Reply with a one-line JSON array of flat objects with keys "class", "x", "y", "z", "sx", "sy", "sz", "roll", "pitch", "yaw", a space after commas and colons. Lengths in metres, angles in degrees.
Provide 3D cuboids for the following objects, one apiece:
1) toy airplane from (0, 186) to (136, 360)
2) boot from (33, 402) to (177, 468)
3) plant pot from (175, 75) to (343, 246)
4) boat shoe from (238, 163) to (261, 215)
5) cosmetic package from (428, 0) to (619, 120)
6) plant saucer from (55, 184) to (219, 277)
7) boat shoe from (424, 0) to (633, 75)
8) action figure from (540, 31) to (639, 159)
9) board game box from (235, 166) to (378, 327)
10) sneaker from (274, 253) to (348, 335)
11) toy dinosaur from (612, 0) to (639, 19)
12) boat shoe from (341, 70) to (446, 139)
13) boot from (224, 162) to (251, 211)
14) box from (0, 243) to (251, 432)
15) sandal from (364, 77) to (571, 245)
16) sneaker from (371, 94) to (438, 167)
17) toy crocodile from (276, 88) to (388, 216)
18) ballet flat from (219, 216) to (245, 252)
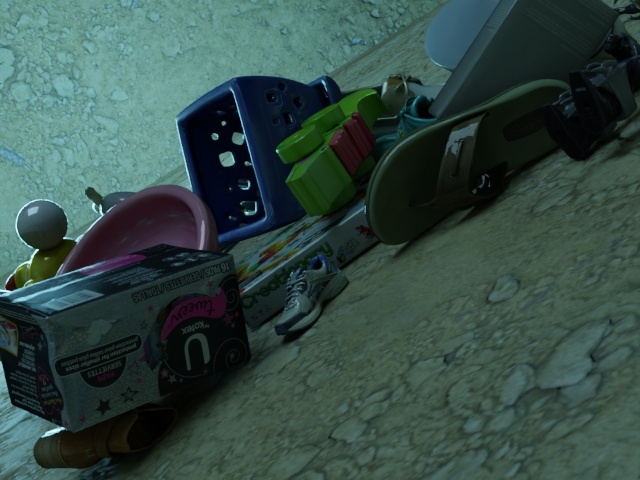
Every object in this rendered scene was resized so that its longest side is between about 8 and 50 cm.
[{"class": "toy airplane", "x": -0.411, "y": 0.046, "z": 1.794, "sx": 0.384, "sy": 0.272, "sz": 0.386, "roll": -32, "pitch": 13, "yaw": 2}, {"class": "boot", "x": -0.230, "y": 0.209, "z": 1.261, "sx": 0.152, "sy": 0.073, "sz": 0.197, "roll": -15, "pitch": 19, "yaw": 32}, {"class": "plant pot", "x": -0.072, "y": -0.132, "z": 1.680, "sx": 0.212, "sy": 0.236, "sz": 0.236, "roll": -13, "pitch": -3, "yaw": -33}, {"class": "boat shoe", "x": -0.049, "y": -0.130, "z": 1.917, "sx": 0.127, "sy": 0.113, "sz": 0.340, "roll": -40, "pitch": 15, "yaw": -32}, {"class": "cosmetic package", "x": 0.257, "y": -0.227, "z": 1.353, "sx": 0.238, "sy": 0.127, "sz": 0.107, "roll": -54, "pitch": 10, "yaw": 13}, {"class": "plant saucer", "x": -0.267, "y": 0.077, "z": 1.526, "sx": 0.332, "sy": 0.084, "sz": 0.332, "roll": -25, "pitch": 44, "yaw": 27}, {"class": "boat shoe", "x": 0.320, "y": -0.291, "z": 1.576, "sx": 0.367, "sy": 0.156, "sz": 0.136, "roll": 9, "pitch": 78, "yaw": 54}, {"class": "action figure", "x": 0.389, "y": -0.210, "z": 1.226, "sx": 0.285, "sy": 0.099, "sz": 0.185, "roll": -35, "pitch": 5, "yaw": -24}, {"class": "board game box", "x": 0.000, "y": 0.000, "z": 1.471, "sx": 0.305, "sy": 0.053, "sz": 0.193, "roll": -35, "pitch": 12, "yaw": -7}, {"class": "sneaker", "x": -0.023, "y": 0.065, "z": 1.285, "sx": 0.052, "sy": 0.058, "sz": 0.135, "roll": -21, "pitch": 18, "yaw": 42}, {"class": "toy dinosaur", "x": 0.513, "y": -0.395, "z": 1.679, "sx": 0.118, "sy": 0.064, "sz": 0.268, "roll": -15, "pitch": 20, "yaw": 37}, {"class": "boat shoe", "x": 0.129, "y": -0.219, "z": 1.735, "sx": 0.302, "sy": 0.103, "sz": 0.113, "roll": -15, "pitch": 27, "yaw": 16}, {"class": "boot", "x": -0.198, "y": -0.098, "z": 2.226, "sx": 0.244, "sy": 0.088, "sz": 0.176, "roll": -34, "pitch": 11, "yaw": 10}, {"class": "box", "x": -0.231, "y": 0.108, "z": 1.238, "sx": 0.247, "sy": 0.142, "sz": 0.163, "roll": -20, "pitch": 18, "yaw": -37}, {"class": "sandal", "x": 0.185, "y": -0.099, "z": 1.274, "sx": 0.303, "sy": 0.120, "sz": 0.086, "roll": -32, "pitch": 27, "yaw": 2}, {"class": "sneaker", "x": 0.159, "y": -0.167, "z": 1.574, "sx": 0.107, "sy": 0.110, "sz": 0.275, "roll": -40, "pitch": 14, "yaw": -27}, {"class": "toy crocodile", "x": 0.026, "y": -0.128, "z": 1.498, "sx": 0.105, "sy": 0.115, "sz": 0.340, "roll": -28, "pitch": 12, "yaw": 23}, {"class": "ballet flat", "x": -0.212, "y": 0.009, "z": 1.903, "sx": 0.073, "sy": 0.067, "sz": 0.206, "roll": -21, "pitch": 18, "yaw": 39}]
